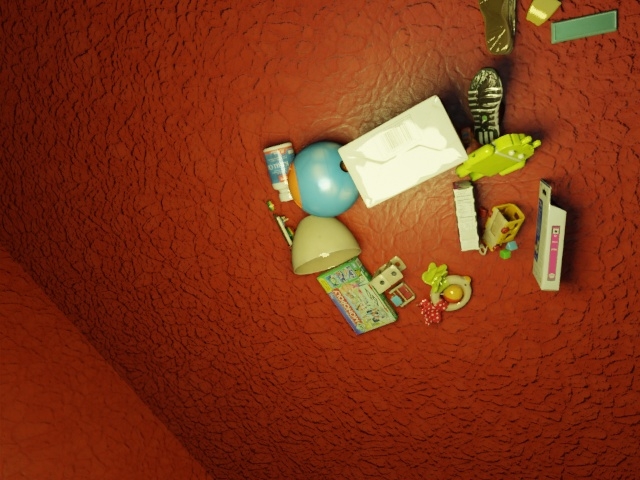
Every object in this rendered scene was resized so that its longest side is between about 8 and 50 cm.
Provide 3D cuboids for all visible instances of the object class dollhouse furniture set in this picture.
[{"bbox_3d":[0.318,0.181,1.812,0.129,0.129,0.184,-40,92,23],"label":"dollhouse furniture set"}]

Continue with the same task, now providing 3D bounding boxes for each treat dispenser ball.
[{"bbox_3d":[0.018,-0.231,1.683,0.287,0.288,0.289,5,108,15],"label":"treat dispenser ball"}]

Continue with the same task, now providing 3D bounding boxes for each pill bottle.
[{"bbox_3d":[-0.148,-0.278,1.807,0.124,0.124,0.222,-11,103,19],"label":"pill bottle"}]

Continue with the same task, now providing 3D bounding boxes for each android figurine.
[{"bbox_3d":[0.612,-0.284,1.526,0.272,0.248,0.056,-27,65,45],"label":"android figurine"}]

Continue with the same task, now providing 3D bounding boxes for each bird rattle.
[{"bbox_3d":[0.503,0.224,1.780,0.206,0.143,0.254,-2,110,0],"label":"bird rattle"}]

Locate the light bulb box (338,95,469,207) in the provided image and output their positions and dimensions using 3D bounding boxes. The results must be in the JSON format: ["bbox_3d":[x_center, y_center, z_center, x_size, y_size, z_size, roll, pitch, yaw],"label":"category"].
[{"bbox_3d":[0.300,-0.312,1.538,0.357,0.361,0.226,-25,97,21],"label":"light bulb box"}]

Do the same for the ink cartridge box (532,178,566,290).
[{"bbox_3d":[0.813,-0.024,1.578,0.069,0.176,0.372,-1,106,16],"label":"ink cartridge box"}]

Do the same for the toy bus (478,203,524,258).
[{"bbox_3d":[0.678,-0.041,1.648,0.104,0.202,0.191,-13,97,-12],"label":"toy bus"}]

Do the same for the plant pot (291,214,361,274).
[{"bbox_3d":[0.000,0.000,1.795,0.283,0.284,0.191,-25,74,22],"label":"plant pot"}]

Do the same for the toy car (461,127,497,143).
[{"bbox_3d":[0.539,-0.350,1.510,0.121,0.041,0.060,11,142,28],"label":"toy car"}]

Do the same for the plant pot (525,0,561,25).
[{"bbox_3d":[0.713,-0.748,1.436,0.081,0.081,0.083,34,123,4],"label":"plant pot"}]

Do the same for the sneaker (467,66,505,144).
[{"bbox_3d":[0.571,-0.481,1.503,0.106,0.163,0.282,11,141,27],"label":"sneaker"}]

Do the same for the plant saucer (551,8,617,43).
[{"bbox_3d":[0.858,-0.697,1.441,0.191,0.018,0.067,-5,105,17],"label":"plant saucer"}]

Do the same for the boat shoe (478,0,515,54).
[{"bbox_3d":[0.592,-0.765,1.470,0.104,0.089,0.286,6,108,42],"label":"boat shoe"}]

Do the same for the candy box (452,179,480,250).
[{"bbox_3d":[0.539,-0.095,1.646,0.071,0.159,0.234,-7,104,17],"label":"candy box"}]

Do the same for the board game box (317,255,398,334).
[{"bbox_3d":[0.157,0.239,1.889,0.213,0.046,0.317,-29,101,34],"label":"board game box"}]

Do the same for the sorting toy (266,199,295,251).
[{"bbox_3d":[-0.144,-0.047,1.883,0.046,0.132,0.275,-27,104,-8],"label":"sorting toy"}]
